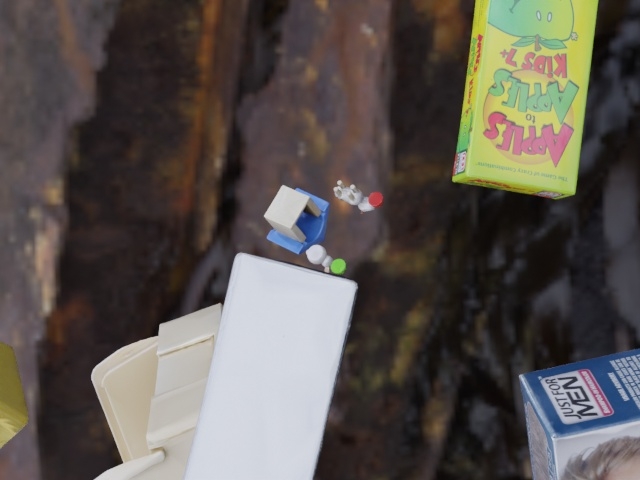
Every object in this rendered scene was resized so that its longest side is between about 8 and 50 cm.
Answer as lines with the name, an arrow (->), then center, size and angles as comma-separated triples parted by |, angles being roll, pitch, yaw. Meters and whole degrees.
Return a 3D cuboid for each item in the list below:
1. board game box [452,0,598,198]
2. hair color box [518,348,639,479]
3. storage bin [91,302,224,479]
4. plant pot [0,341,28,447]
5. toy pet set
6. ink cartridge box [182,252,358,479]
board game box -> 0.167, -0.131, 1.372 | 0.043, 0.092, 0.181 | 161, 117, -76
hair color box -> 0.344, 0.163, 1.340 | 0.105, 0.347, 0.174 | -108, 7, -63
storage bin -> -0.066, 0.204, 1.105 | 0.262, 0.123, 0.260 | -104, -6, -77
plant pot -> -0.248, 0.096, 1.082 | 0.081, 0.083, 0.081 | -42, 36, 12
toy pet set -> 0.000, 0.000, 1.683 | 0.114, 0.065, 0.122 | 25, 77, 29
ink cartridge box -> -0.053, 0.182, 0.795 | 0.165, 0.065, 0.332 | 113, 172, -79
